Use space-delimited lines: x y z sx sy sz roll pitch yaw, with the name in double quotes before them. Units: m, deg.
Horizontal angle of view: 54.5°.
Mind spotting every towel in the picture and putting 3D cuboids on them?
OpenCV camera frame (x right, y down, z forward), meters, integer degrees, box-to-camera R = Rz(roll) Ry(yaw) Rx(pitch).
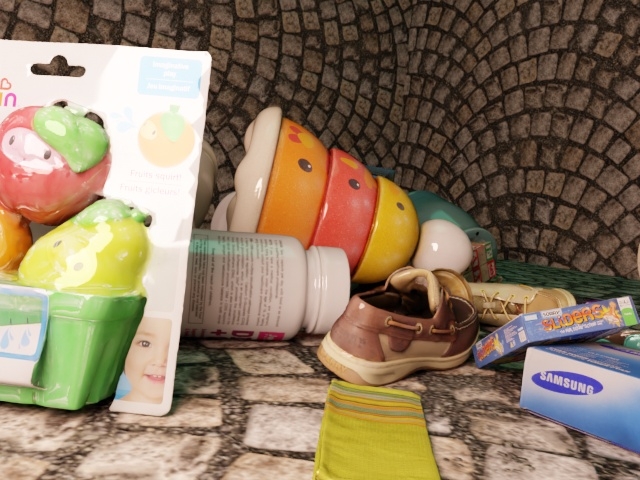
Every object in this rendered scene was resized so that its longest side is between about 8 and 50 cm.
"towel" 0.051 0.174 0.567 0.102 0.021 0.237 5 4 4

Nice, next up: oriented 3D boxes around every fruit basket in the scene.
"fruit basket" -0.283 -0.023 0.599 0.327 0.352 0.165 6 3 7

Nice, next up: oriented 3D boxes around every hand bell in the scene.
"hand bell" 0.150 0.108 1.119 0.126 0.126 0.242 4 -2 -23

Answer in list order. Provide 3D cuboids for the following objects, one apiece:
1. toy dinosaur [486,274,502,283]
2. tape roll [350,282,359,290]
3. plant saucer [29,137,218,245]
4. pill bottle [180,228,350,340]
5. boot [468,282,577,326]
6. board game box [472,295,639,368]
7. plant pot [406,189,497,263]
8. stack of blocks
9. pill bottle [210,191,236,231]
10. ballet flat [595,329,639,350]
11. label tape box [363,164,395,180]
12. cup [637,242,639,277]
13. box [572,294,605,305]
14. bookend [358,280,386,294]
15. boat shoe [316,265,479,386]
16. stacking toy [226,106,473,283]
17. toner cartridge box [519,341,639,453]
"toy dinosaur" 0.373 0.127 1.547 0.268 0.063 0.118 -2 3 -28
"tape roll" 0.000 0.000 1.511 0.246 0.245 0.169 3 4 -29
"plant saucer" -0.312 -0.004 0.986 0.100 0.400 0.400 50 19 15
"pill bottle" -0.109 0.067 0.926 0.283 0.160 0.160 4 4 -13
"boot" 0.337 0.125 1.174 0.204 0.095 0.262 5 2 -9
"board game box" 0.289 0.122 0.795 0.136 0.035 0.201 -8 -19 -7
"plant pot" 0.335 0.018 1.717 0.272 0.271 0.255 3 14 -29
"stack of blocks" 0.250 0.068 1.515 0.297 0.087 0.171 -4 9 39
"pill bottle" -0.088 -0.016 1.767 0.229 0.228 0.408 8 4 42
"ballet flat" 0.440 0.163 0.916 0.213 0.072 0.068 6 -1 28
"label tape box" 0.064 -0.146 1.690 0.249 0.115 0.347 10 14 8
"cup" 0.800 0.083 1.187 0.331 0.330 0.237 8 -22 35
"box" 0.650 0.159 1.620 0.162 0.029 0.116 9 5 38
"bookend" 0.128 0.062 1.387 0.073 0.157 0.156 4 3 9
"boat shoe" 0.134 0.099 0.849 0.123 0.123 0.342 30 21 36
"stacking toy" 0.063 -0.033 1.188 0.481 0.350 0.350 13 2 -9
"toner cartridge box" 0.390 0.175 0.603 0.165 0.075 0.348 5 3 -36
